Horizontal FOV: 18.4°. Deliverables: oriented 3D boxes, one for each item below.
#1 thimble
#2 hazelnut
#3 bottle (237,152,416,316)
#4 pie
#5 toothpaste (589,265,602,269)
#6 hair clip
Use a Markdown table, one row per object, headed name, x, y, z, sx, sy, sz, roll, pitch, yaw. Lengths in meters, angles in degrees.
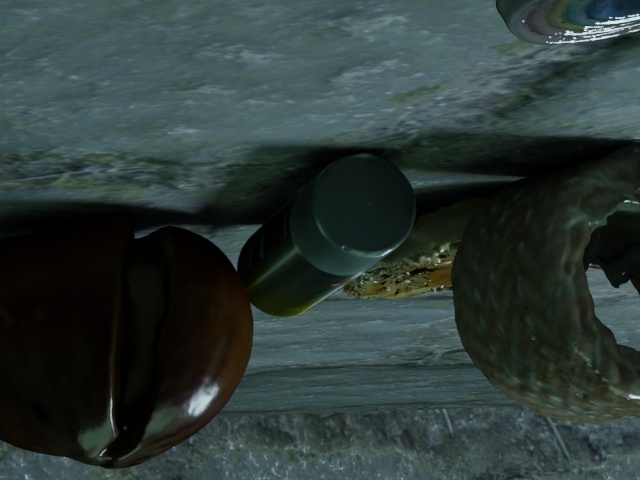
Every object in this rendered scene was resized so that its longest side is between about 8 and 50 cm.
| name | x | y | z | sx | sy | sz | roll | pitch | yaw |
| --- | --- | --- | --- | --- | --- | --- | --- | --- | --- |
| thimble | 0.225 | 0.043 | 1.511 | 0.229 | 0.196 | 0.148 | 39 | 156 | -19 |
| hazelnut | -0.182 | 0.086 | 1.625 | 0.251 | 0.217 | 0.217 | 5 | 169 | -3 |
| bottle | 0.000 | 0.000 | 1.552 | 0.082 | 0.082 | 0.286 | -1 | 169 | -14 |
| pie | 0.144 | 0.004 | 1.710 | 0.274 | 0.055 | 0.274 | -9 | 170 | -2 |
| toothpaste | 0.289 | 0.008 | 1.812 | 0.089 | 0.057 | 0.234 | -3 | 178 | -12 |
| hair clip | 0.146 | -0.135 | 0.972 | 0.140 | 0.054 | 0.220 | -19 | 166 | 35 |
